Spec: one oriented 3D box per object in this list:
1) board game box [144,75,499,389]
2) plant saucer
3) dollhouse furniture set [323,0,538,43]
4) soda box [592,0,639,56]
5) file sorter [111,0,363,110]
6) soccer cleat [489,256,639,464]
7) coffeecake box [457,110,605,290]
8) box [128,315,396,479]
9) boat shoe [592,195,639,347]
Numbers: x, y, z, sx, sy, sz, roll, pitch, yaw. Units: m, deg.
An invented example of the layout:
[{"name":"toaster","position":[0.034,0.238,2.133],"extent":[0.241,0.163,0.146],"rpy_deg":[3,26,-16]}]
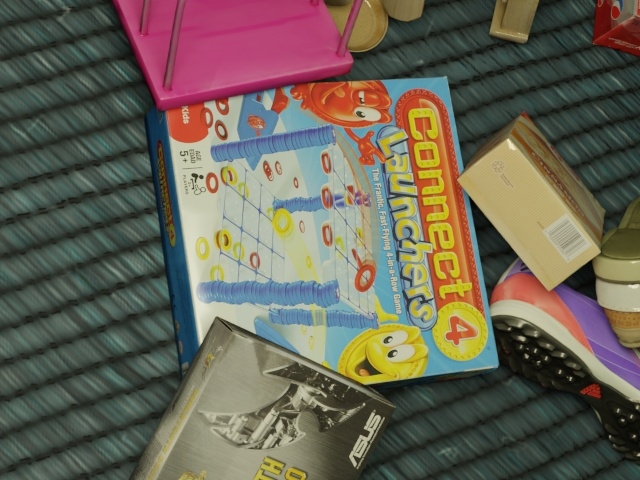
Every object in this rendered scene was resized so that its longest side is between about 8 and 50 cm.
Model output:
[{"name":"board game box","position":[0.000,0.000,1.351],"extent":[0.301,0.086,0.308],"rpy_deg":[-6,80,-21]},{"name":"plant saucer","position":[0.031,-0.238,1.457],"extent":[0.083,0.015,0.083],"rpy_deg":[5,76,-19]},{"name":"dollhouse furniture set","position":[0.124,-0.322,1.462],"extent":[0.242,0.161,0.212],"rpy_deg":[13,65,4]},{"name":"soda box","position":[0.449,-0.244,1.569],"extent":[0.263,0.092,0.083],"rpy_deg":[13,74,-17]},{"name":"file sorter","position":[-0.096,-0.307,1.292],"extent":[0.202,0.182,0.291],"rpy_deg":[-14,64,-22]},{"name":"soccer cleat","position":[0.311,0.133,1.430],"extent":[0.318,0.108,0.116],"rpy_deg":[35,54,-11]},{"name":"coffeecake box","position":[0.218,-0.045,1.390],"extent":[0.068,0.185,0.142],"rpy_deg":[-39,92,18]},{"name":"box","position":[-0.064,0.208,1.231],"extent":[0.183,0.056,0.231],"rpy_deg":[28,92,-26]},{"name":"boat shoe","position":[0.371,0.018,1.451],"extent":[0.302,0.113,0.103],"rpy_deg":[-27,116,-47]}]
